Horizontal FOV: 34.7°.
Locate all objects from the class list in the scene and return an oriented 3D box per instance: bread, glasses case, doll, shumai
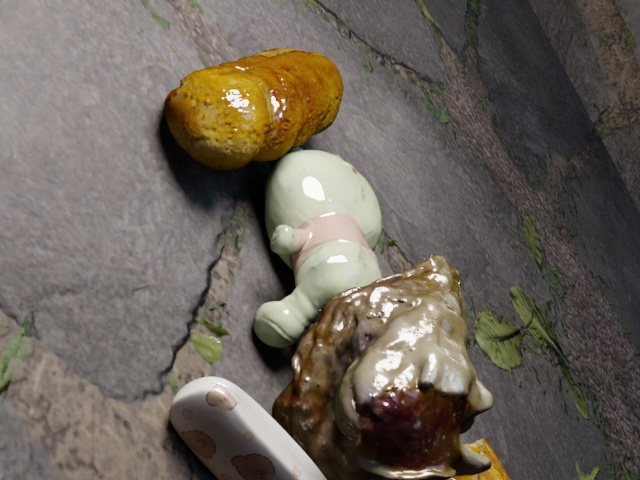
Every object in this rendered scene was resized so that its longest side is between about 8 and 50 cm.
[{"bbox_3d":[-0.047,-0.152,1.062,0.124,0.084,0.344,38,27,8],"label":"bread"},{"bbox_3d":[-0.053,0.172,0.812,0.164,0.063,0.041,50,28,-21],"label":"glasses case"},{"bbox_3d":[0.009,-0.004,1.016,0.155,0.113,0.275,36,37,-29],"label":"doll"},{"bbox_3d":[0.087,0.134,0.874,0.218,0.185,0.184,-24,125,-34],"label":"shumai"}]

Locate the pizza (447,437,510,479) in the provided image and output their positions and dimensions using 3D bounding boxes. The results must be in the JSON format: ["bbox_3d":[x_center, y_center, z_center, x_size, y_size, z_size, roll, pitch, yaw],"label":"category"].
[{"bbox_3d":[0.163,0.295,0.974,0.226,0.086,0.335,51,12,-34],"label":"pizza"}]
